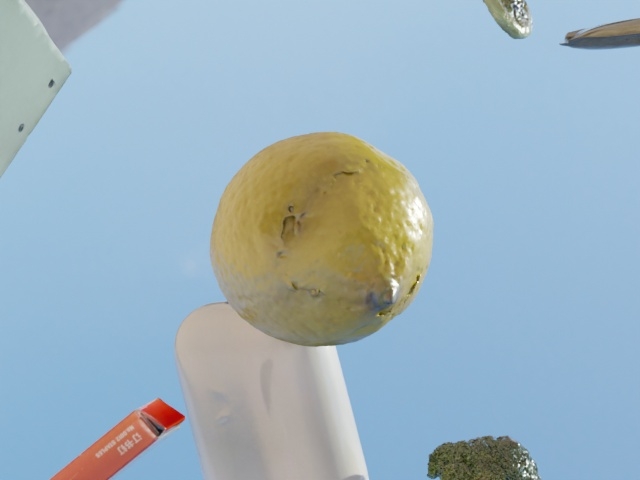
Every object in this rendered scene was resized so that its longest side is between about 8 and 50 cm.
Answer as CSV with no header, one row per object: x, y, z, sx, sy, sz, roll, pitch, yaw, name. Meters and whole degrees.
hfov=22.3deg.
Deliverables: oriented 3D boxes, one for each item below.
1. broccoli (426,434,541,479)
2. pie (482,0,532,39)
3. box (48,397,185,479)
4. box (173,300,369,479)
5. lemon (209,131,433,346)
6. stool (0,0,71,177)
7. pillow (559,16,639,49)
0.218,0.319,2.166,0.138,0.162,0.146,-62,174,8,broccoli
0.199,-0.249,1.726,0.021,0.084,0.084,-36,-161,31,pie
-0.274,0.279,1.994,0.229,0.050,0.123,-39,178,6,box
-0.070,0.250,2.242,0.141,0.349,0.288,-18,-173,-40,box
-0.006,0.002,1.726,0.253,0.228,0.228,-14,-150,51,lemon
-0.395,-0.123,1.355,0.243,0.170,0.270,22,-108,25,stool
0.383,-0.241,1.851,0.217,0.033,0.130,-5,-167,17,pillow
